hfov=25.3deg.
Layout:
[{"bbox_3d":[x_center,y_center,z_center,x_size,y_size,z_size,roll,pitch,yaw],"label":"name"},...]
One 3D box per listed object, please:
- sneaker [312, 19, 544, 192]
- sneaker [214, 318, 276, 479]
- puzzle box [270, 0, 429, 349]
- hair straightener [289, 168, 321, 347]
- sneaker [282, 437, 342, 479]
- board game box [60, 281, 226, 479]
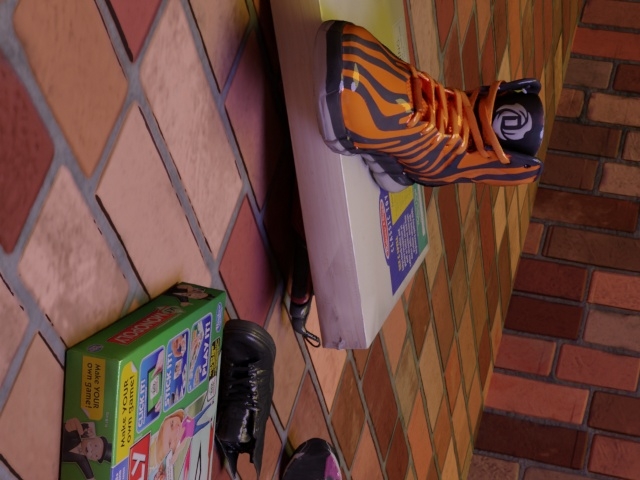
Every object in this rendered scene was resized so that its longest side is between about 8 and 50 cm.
[{"bbox_3d":[0.112,-0.127,1.318,0.321,0.180,0.125,27,64,-68],"label":"sneaker"},{"bbox_3d":[-0.073,0.155,1.363,0.170,0.051,0.089,84,17,-53],"label":"sneaker"},{"bbox_3d":[0.036,-0.126,1.454,0.272,0.052,0.409,-50,136,-62],"label":"puzzle box"},{"bbox_3d":[0.000,0.000,1.529,0.089,0.047,0.230,-28,120,-71],"label":"hair straightener"},{"bbox_3d":[-0.008,0.281,1.674,0.178,0.072,0.077,94,2,-47],"label":"sneaker"},{"bbox_3d":[-0.146,0.213,1.152,0.213,0.046,0.317,-37,134,-69],"label":"board game box"}]
